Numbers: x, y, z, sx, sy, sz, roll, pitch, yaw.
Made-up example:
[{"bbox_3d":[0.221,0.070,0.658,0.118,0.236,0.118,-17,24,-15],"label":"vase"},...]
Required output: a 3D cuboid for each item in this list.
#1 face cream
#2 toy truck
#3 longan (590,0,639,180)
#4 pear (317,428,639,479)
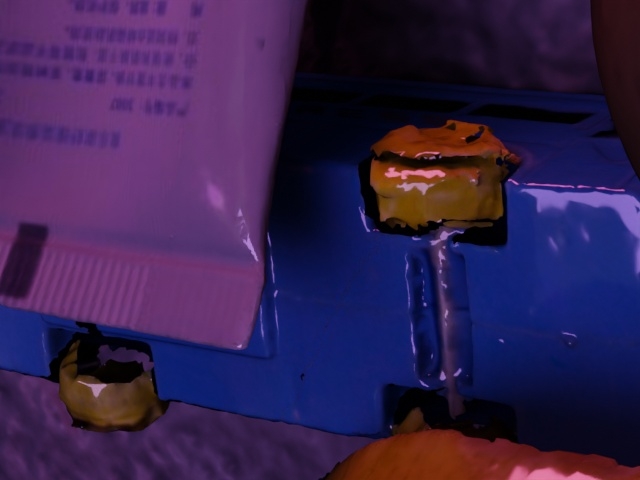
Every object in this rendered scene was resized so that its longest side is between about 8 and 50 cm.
[{"bbox_3d":[-0.091,-0.179,0.749,0.235,0.137,0.420,9,86,28],"label":"face cream"},{"bbox_3d":[0.000,0.000,0.824,0.385,0.162,0.161,7,113,32],"label":"toy truck"},{"bbox_3d":[0.189,-0.066,0.524,0.215,0.246,0.246,-16,100,7],"label":"longan"},{"bbox_3d":[0.126,0.235,0.685,0.386,0.191,0.340,-5,139,49],"label":"pear"}]
